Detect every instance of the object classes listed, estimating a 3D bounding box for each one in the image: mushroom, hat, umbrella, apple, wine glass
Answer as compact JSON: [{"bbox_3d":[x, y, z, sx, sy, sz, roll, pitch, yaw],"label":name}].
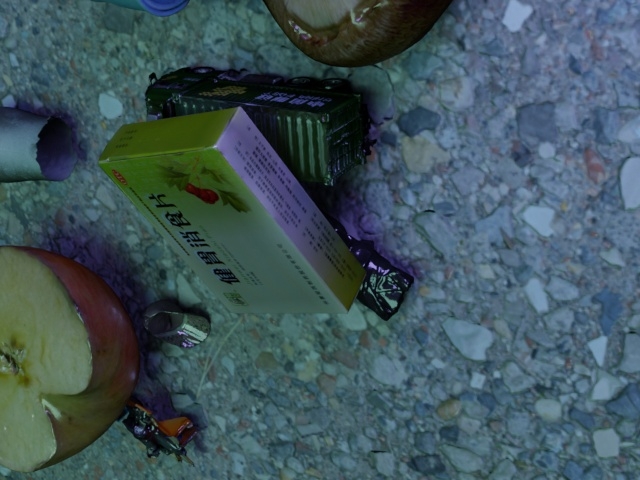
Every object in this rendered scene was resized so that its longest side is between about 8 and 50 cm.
[{"bbox_3d":[0.014,-0.309,1.115,0.278,0.163,0.297,-1,113,24],"label":"mushroom"},{"bbox_3d":[-0.186,0.102,1.529,0.087,0.042,0.058,7,126,-9],"label":"hat"},{"bbox_3d":[0.000,0.000,1.343,0.236,0.059,0.066,36,110,11],"label":"umbrella"},{"bbox_3d":[-0.351,0.146,1.572,0.251,0.163,0.293,42,116,23],"label":"apple"},{"bbox_3d":[-0.417,-0.123,1.519,0.222,0.103,0.103,8,117,29],"label":"wine glass"}]

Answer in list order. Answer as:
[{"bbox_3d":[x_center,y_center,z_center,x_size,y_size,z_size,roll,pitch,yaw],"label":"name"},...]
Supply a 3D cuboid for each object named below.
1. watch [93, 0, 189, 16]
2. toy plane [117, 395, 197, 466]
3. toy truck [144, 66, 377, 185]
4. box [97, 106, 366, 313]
[{"bbox_3d":[-0.175,-0.332,1.197,0.211,0.193,0.211,14,122,24],"label":"watch"},{"bbox_3d":[-0.249,0.250,1.624,0.188,0.062,0.135,19,148,26],"label":"toy plane"},{"bbox_3d":[-0.074,-0.130,1.282,0.259,0.121,0.088,10,117,28],"label":"toy truck"},{"bbox_3d":[-0.090,-0.023,1.254,0.175,0.062,0.260,-3,139,40],"label":"box"}]
